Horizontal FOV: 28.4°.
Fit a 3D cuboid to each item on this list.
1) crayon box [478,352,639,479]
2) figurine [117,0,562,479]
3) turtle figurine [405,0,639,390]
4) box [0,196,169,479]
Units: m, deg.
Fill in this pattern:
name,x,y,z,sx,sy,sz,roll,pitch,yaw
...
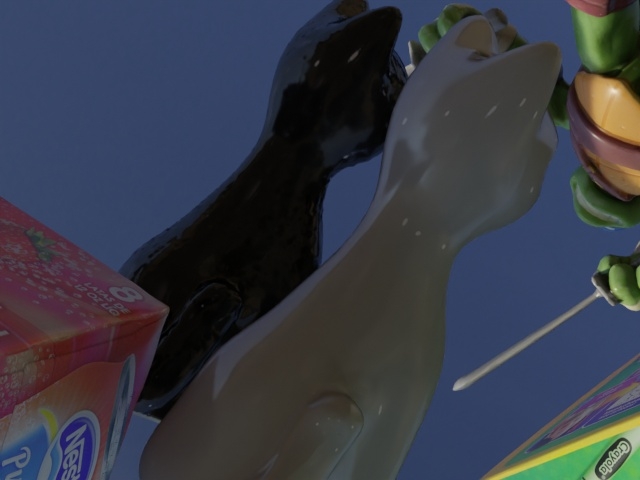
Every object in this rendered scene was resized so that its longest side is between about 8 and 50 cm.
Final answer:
name,x,y,z,sx,sy,sz,roll,pitch,yaw
crayon box,0.210,0.076,0.575,0.165,0.278,0.081,-30,-97,-33
figurine,0.000,0.000,0.498,0.092,0.215,0.209,28,-87,-25
turtle figurine,0.133,-0.063,0.693,0.275,0.266,0.198,-2,-126,-6
box,-0.228,0.030,0.487,0.300,0.154,0.142,30,-160,24
